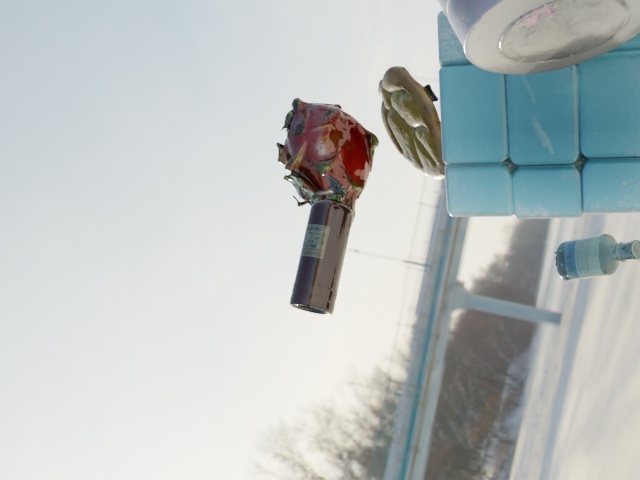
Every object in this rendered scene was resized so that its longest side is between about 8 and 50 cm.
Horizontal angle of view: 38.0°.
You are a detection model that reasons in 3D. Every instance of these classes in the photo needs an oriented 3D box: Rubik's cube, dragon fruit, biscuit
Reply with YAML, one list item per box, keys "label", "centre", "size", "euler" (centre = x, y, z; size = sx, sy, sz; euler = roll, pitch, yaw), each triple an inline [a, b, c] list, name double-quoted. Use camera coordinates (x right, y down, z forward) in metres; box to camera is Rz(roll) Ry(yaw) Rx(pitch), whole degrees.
- label: "Rubik's cube"
  centre: [0.380, -0.217, 1.466]
  size: [0.319, 0.316, 0.322]
  euler: [-26, -65, -63]
- label: "dragon fruit"
  centre: [-0.003, -0.142, 1.816]
  size: [0.198, 0.200, 0.269]
  euler: [70, -142, -76]
- label: "biscuit"
  centre: [0.180, -0.217, 1.782]
  size: [0.041, 0.260, 0.203]
  euler: [-20, -33, -20]

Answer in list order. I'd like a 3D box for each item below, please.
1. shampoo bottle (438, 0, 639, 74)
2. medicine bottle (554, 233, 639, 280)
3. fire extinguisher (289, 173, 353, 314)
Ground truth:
- label: "shampoo bottle"
  centre: [0.256, -0.352, 1.087]
  size: [0.273, 0.273, 0.266]
  euler: [49, -151, -73]
- label: "medicine bottle"
  centre: [0.596, 0.033, 1.991]
  size: [0.053, 0.208, 0.090]
  euler: [6, -101, -33]
- label: "fire extinguisher"
  centre: [0.000, 0.000, 1.475]
  size: [0.071, 0.099, 0.231]
  euler: [20, -106, -33]
